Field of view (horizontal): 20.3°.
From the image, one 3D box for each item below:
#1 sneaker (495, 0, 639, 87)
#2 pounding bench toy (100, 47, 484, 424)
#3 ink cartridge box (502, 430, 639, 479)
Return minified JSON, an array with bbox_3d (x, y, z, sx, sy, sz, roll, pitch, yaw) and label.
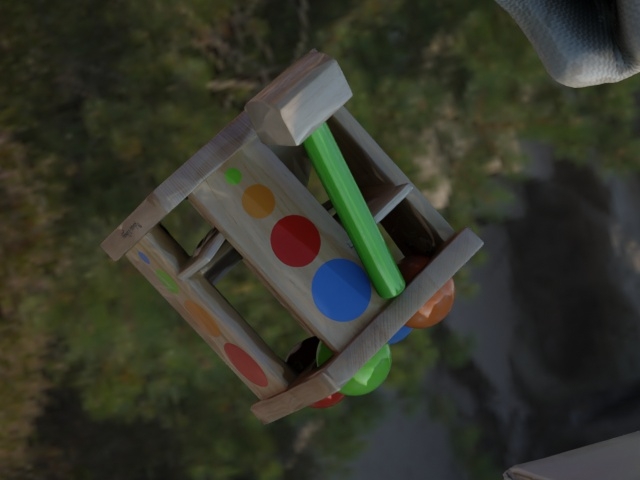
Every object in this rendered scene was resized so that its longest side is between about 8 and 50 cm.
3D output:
[{"bbox_3d":[0.042,-0.158,0.574,0.292,0.110,0.118,37,49,-40],"label":"sneaker"},{"bbox_3d":[0.000,0.000,0.392,0.065,0.083,0.052,48,67,-3],"label":"pounding bench toy"},{"bbox_3d":[0.140,0.127,0.435,0.128,0.127,0.176,-14,93,-14],"label":"ink cartridge box"}]
